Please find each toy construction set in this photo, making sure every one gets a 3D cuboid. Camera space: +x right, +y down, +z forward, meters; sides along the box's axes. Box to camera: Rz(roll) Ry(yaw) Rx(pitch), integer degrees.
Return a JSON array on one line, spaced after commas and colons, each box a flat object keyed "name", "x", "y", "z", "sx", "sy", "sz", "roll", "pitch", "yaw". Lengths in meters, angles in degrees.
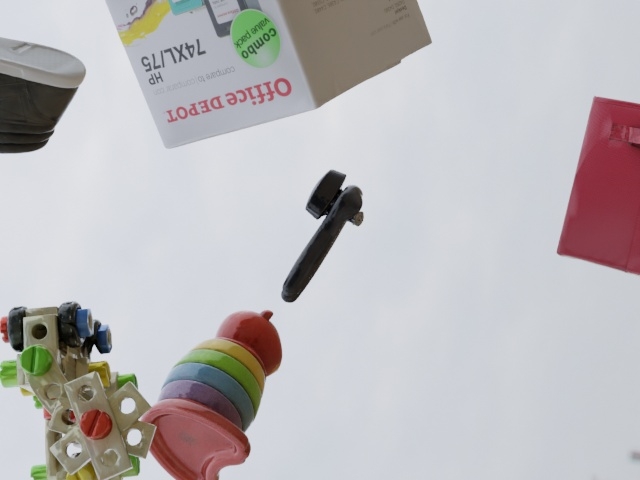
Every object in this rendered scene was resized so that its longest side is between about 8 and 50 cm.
[{"name": "toy construction set", "x": -0.261, "y": 0.183, "z": 1.442, "sx": 0.328, "sy": 0.151, "sz": 0.215, "roll": 126, "pitch": 140, "yaw": -71}]

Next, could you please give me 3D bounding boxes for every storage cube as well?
[{"name": "storage cube", "x": 0.413, "y": -0.049, "z": 1.589, "sx": 0.215, "sy": 0.183, "sz": 0.193, "roll": 7, "pitch": -83, "yaw": -54}]

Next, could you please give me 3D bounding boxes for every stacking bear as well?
[{"name": "stacking bear", "x": -0.151, "y": 0.225, "z": 2.140, "sx": 0.175, "sy": 0.164, "sz": 0.289, "roll": -48, "pitch": 7, "yaw": 43}]

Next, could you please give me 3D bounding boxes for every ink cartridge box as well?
[{"name": "ink cartridge box", "x": -0.065, "y": -0.252, "z": 1.224, "sx": 0.197, "sy": 0.198, "sz": 0.270, "roll": -35, "pitch": -72, "yaw": -47}]

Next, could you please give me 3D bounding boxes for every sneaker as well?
[{"name": "sneaker", "x": -0.457, "y": -0.192, "z": 1.708, "sx": 0.104, "sy": 0.295, "sz": 0.147, "roll": -100, "pitch": 28, "yaw": -56}]

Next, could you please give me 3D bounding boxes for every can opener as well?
[{"name": "can opener", "x": 0.000, "y": 0.000, "z": 1.744, "sx": 0.186, "sy": 0.073, "sz": 0.059, "roll": -63, "pitch": -14, "yaw": -16}]
